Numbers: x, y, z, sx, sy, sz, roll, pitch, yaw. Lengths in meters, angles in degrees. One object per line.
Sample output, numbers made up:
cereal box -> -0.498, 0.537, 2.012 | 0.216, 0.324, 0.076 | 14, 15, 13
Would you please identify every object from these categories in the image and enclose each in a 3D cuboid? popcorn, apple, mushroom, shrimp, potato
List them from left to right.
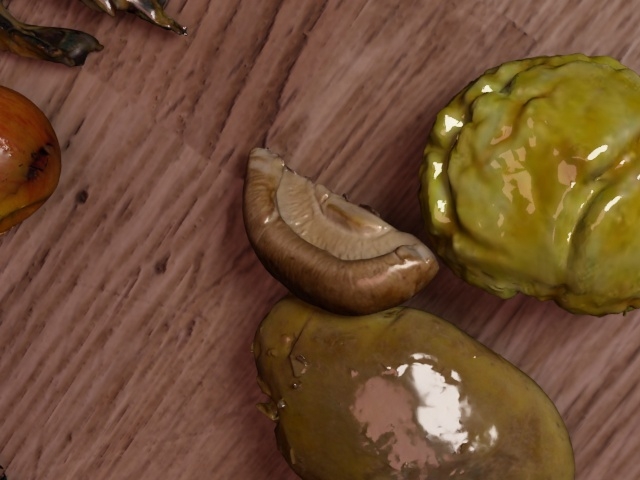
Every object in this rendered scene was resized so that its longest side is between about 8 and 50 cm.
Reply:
apple -> -0.295, -0.068, 0.952 | 0.147, 0.146, 0.146 | 2, 100, 12
shrimp -> -0.246, -0.221, 0.962 | 0.254, 0.059, 0.145 | 40, 108, 3
mushroom -> -0.001, 0.001, 0.900 | 0.210, 0.094, 0.072 | 31, 145, 30
potato -> 0.069, 0.154, 0.919 | 0.296, 0.141, 0.191 | 35, 101, 7
popcorn -> 0.188, -0.043, 0.841 | 0.221, 0.184, 0.204 | 27, 98, 7

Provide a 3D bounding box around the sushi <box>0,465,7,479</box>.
sushi -> -0.347, 0.250, 1.066 | 0.085, 0.056, 0.083 | -43, 82, 16
